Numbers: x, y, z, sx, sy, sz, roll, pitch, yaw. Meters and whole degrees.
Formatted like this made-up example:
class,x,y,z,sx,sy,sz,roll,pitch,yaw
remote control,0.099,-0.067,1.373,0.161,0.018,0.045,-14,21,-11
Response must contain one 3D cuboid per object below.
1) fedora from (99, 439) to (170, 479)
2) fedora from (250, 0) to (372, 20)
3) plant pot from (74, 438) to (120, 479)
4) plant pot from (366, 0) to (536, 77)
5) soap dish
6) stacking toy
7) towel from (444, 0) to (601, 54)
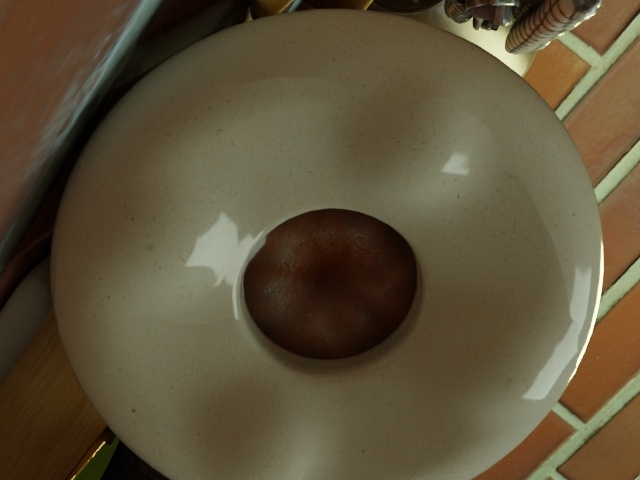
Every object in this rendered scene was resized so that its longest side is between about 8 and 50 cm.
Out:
class,x,y,z,sx,sy,sz,roll,pitch,yaw
fedora,-0.092,0.217,0.935,0.334,0.333,0.153,-52,147,-77
fedora,0.027,-0.221,0.834,0.194,0.079,0.194,-53,180,-1
plant pot,-0.147,0.228,1.375,0.366,0.353,0.366,-52,179,-1
plant pot,0.111,-0.251,1.163,0.215,0.215,0.230,-52,166,5
soap dish,-0.202,0.107,0.944,0.291,0.118,0.229,-51,-179,30
stacking toy,-0.005,-0.047,0.901,0.351,0.350,0.480,-52,-164,16
towel,0.157,-0.297,0.881,0.235,0.121,0.284,-67,167,-85
